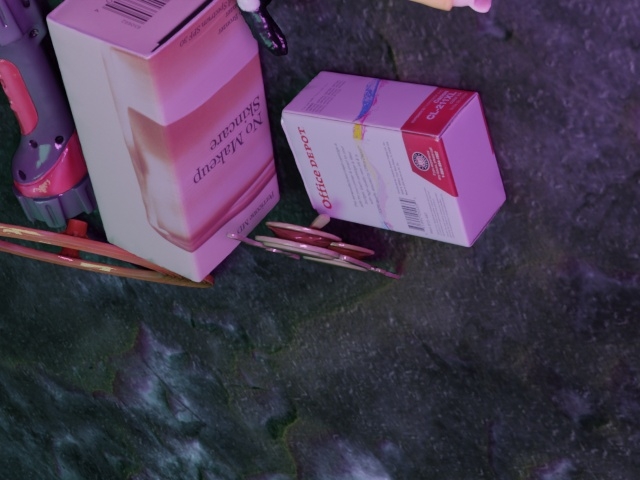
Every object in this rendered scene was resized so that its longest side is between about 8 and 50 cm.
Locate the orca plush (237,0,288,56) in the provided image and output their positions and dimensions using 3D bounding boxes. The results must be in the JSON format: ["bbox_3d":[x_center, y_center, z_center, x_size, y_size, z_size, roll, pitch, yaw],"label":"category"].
[{"bbox_3d":[-0.023,-0.263,1.174,0.102,0.151,0.287,2,137,1],"label":"orca plush"}]

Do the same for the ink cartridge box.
[{"bbox_3d":[0.066,-0.077,1.324,0.175,0.072,0.127,13,139,36],"label":"ink cartridge box"}]

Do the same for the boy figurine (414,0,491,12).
[{"bbox_3d":[0.071,-0.237,1.028,0.285,0.092,0.177,-1,134,12],"label":"boy figurine"}]

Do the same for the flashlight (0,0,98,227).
[{"bbox_3d":[-0.333,-0.156,1.616,0.103,0.103,0.304,18,143,35],"label":"flashlight"}]

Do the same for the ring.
[{"bbox_3d":[-0.283,0.005,1.663,0.336,0.032,0.336,12,174,1],"label":"ring"}]

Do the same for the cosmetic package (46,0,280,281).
[{"bbox_3d":[-0.143,-0.122,1.415,0.129,0.153,0.296,24,145,26],"label":"cosmetic package"}]

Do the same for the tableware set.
[{"bbox_3d":[0.000,0.000,1.442,0.128,0.039,0.194,11,177,20],"label":"tableware set"}]
